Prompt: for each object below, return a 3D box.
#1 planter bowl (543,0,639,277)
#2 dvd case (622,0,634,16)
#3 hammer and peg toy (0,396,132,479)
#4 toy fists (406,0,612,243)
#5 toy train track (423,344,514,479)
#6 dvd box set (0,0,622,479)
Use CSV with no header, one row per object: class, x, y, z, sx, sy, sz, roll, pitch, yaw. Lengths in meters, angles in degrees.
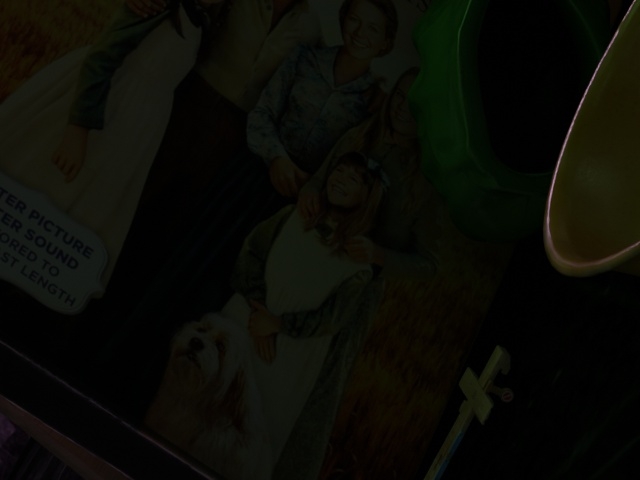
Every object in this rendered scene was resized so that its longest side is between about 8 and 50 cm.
planter bowl,0.164,-0.060,0.566,0.217,0.090,0.217,-57,9,14
dvd case,0.147,-0.149,0.826,0.253,0.022,0.180,-86,-13,-71
hammer and peg toy,-0.078,-0.006,1.248,0.127,0.266,0.361,-10,44,48
toy fists,0.089,-0.138,0.912,0.142,0.096,0.279,156,111,-78
toy train track,0.066,0.086,0.857,0.083,0.014,0.048,-62,15,12
dvd box set,-0.025,-0.079,0.968,0.062,0.308,0.420,-31,27,56
